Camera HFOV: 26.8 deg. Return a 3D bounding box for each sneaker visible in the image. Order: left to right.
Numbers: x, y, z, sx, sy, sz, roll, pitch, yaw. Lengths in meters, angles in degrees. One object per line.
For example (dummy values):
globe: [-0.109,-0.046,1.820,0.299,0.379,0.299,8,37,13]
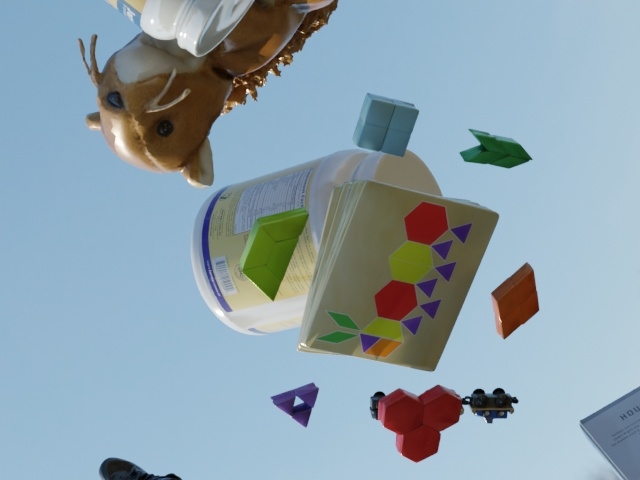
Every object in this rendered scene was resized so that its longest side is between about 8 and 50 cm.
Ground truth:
sneaker: [-0.218,0.335,1.809,0.051,0.170,0.089,-50,-5,-39]

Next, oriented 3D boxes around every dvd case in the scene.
dvd case: [0.381,0.201,1.313,0.029,0.179,0.238,61,178,-27]

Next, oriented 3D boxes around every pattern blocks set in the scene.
pattern blocks set: [0.065,0.036,1.213,0.325,0.285,0.026,-62,24,16]

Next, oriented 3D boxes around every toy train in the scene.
toy train: [0.130,0.176,1.410,0.027,0.158,0.036,-116,26,-75]

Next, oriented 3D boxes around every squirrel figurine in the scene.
squirrel figurine: [-0.123,-0.250,1.644,0.370,0.281,0.397,-66,-13,2]

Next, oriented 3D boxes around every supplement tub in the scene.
supplement tub: [-0.159,-0.283,1.280,0.144,0.200,0.144,-51,-4,-5]
supplement tub: [0.000,0.000,1.993,0.241,0.331,0.241,25,-122,-49]
